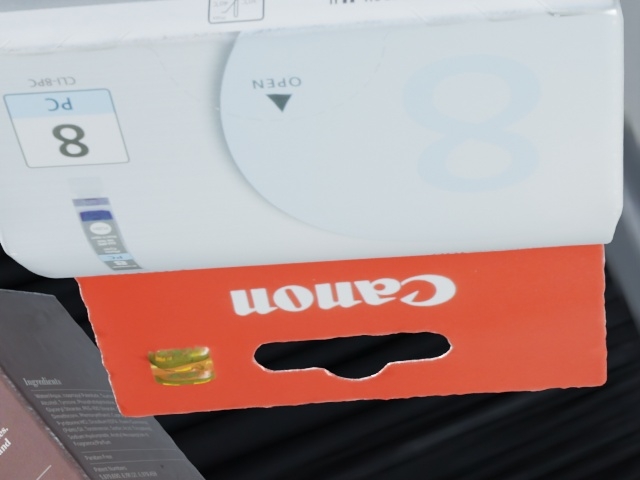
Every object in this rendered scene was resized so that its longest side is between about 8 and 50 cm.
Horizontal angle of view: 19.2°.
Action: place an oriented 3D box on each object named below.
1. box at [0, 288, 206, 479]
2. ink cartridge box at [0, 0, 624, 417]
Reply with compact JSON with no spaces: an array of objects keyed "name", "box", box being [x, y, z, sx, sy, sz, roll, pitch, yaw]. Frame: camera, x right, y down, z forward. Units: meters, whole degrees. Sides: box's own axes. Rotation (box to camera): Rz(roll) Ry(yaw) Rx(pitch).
[{"name":"box","box":[-0.225,0.160,1.349,0.168,0.167,0.203,-47,69,14]},{"name":"ink cartridge box","box":[0.000,0.000,0.989,0.385,0.308,0.091,79,-172,-48]}]
